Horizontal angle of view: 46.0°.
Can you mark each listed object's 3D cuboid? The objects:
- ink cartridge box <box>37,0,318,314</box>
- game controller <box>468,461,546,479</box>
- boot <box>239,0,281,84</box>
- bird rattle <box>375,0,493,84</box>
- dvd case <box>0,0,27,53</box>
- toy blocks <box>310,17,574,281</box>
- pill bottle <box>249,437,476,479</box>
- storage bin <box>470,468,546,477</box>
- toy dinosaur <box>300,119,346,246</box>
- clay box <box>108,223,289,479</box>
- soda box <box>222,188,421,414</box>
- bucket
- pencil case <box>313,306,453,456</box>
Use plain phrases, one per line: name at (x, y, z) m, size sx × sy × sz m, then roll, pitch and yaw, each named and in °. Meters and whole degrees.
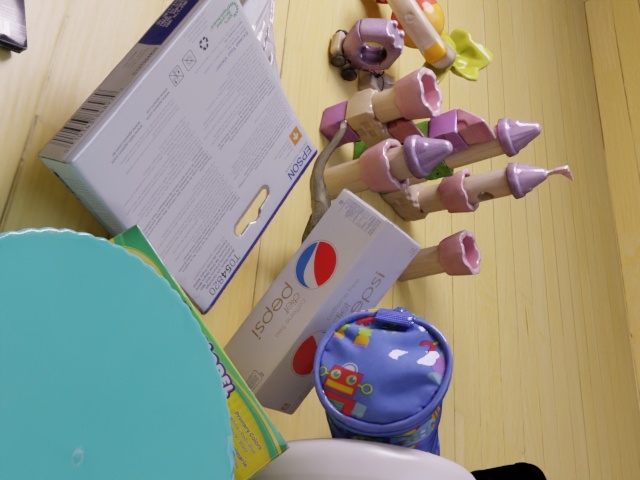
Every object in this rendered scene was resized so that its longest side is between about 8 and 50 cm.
ink cartridge box at (-0.110, -0.080, 0.684) m, size 0.223 × 0.045 × 0.224 m, roll -57°, pitch 142°, yaw -24°
game controller at (0.175, 0.374, 0.926) m, size 0.319 × 0.067 × 0.166 m, roll 2°, pitch 73°, yaw -35°
boot at (-0.085, -0.191, 0.832) m, size 0.123 × 0.095 × 0.258 m, roll 48°, pitch 49°, yaw -46°
bird rattle at (0.159, -0.349, 1.169) m, size 0.253 × 0.143 × 0.207 m, roll 65°, pitch 17°, yaw -3°
dvd case at (-0.304, -0.268, 0.570) m, size 0.165 × 0.018 × 0.221 m, roll 8°, pitch 71°, yaw -56°
toy blocks at (0.176, -0.144, 1.048) m, size 0.288 × 0.260 × 0.308 m, roll 42°, pitch 44°, yaw -41°
pill bottle at (0.016, 0.386, 0.598) m, size 0.229 × 0.229 × 0.407 m, roll 40°, pitch 45°, yaw -44°
storage bin at (0.291, 0.434, 1.118) m, size 0.180 × 0.122 × 0.084 m, roll 65°, pitch 33°, yaw -16°
toy dinosaur at (0.000, 0.000, 0.846) m, size 0.268 × 0.064 × 0.118 m, roll 88°, pitch 20°, yaw -52°
clay box at (-0.100, 0.103, 0.575) m, size 0.053 × 0.127 × 0.222 m, roll -35°, pitch 89°, yaw -19°
soda box at (-0.003, 0.063, 0.736) m, size 0.069 × 0.216 × 0.074 m, roll 41°, pitch 6°, yaw 41°
bucket at (-0.194, 0.126, 0.418) m, size 0.281 × 0.183 × 0.281 m, roll 29°, pitch 53°, yaw -50°
pencil case at (0.067, 0.169, 0.758) m, size 0.306 × 0.120 × 0.133 m, roll 79°, pitch 22°, yaw -61°
